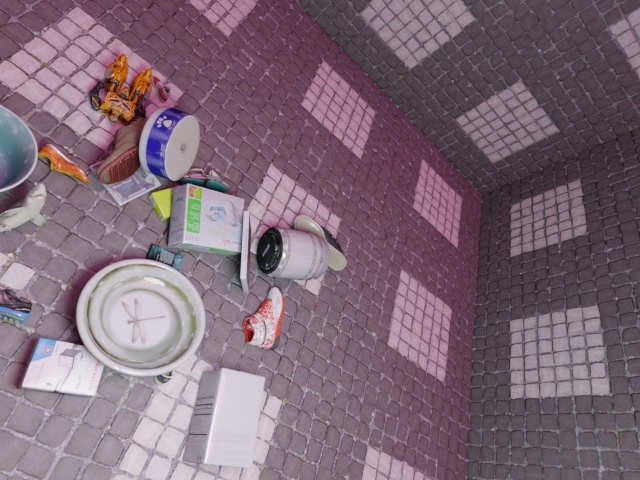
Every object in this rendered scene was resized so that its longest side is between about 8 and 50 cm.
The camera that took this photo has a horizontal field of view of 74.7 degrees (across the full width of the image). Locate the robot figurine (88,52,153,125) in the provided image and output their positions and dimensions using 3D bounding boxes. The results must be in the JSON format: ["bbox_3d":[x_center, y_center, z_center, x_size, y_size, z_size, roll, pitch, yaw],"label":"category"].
[{"bbox_3d":[-0.772,-0.584,1.649,0.211,0.085,0.290,23,57,-32],"label":"robot figurine"}]

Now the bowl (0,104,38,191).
[{"bbox_3d":[-1.019,-0.246,1.221,0.312,0.163,0.311,18,60,-35],"label":"bowl"}]

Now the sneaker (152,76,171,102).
[{"bbox_3d":[-0.673,-0.655,1.782,0.042,0.067,0.118,-23,88,-46],"label":"sneaker"}]

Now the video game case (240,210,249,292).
[{"bbox_3d":[-0.304,0.049,1.717,0.025,0.204,0.285,1,67,-6],"label":"video game case"}]

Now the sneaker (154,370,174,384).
[{"bbox_3d":[-0.522,0.389,1.434,0.064,0.086,0.192,14,62,-37],"label":"sneaker"}]

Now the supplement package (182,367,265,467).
[{"bbox_3d":[-0.327,0.610,1.446,0.178,0.175,0.292,25,56,-30],"label":"supplement package"}]

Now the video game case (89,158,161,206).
[{"bbox_3d":[-0.728,-0.241,1.578,0.173,0.022,0.190,55,46,-8],"label":"video game case"}]

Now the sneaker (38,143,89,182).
[{"bbox_3d":[-0.876,-0.251,1.436,0.175,0.064,0.067,40,69,-15],"label":"sneaker"}]

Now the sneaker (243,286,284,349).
[{"bbox_3d":[-0.235,0.306,1.727,0.145,0.090,0.269,21,61,-37],"label":"sneaker"}]

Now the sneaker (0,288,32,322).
[{"bbox_3d":[-0.926,0.170,1.198,0.188,0.067,0.078,33,31,-25],"label":"sneaker"}]

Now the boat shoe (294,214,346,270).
[{"bbox_3d":[0.003,-0.002,2.070,0.340,0.127,0.113,42,19,-10],"label":"boat shoe"}]

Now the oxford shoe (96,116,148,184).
[{"bbox_3d":[-0.722,-0.336,1.554,0.130,0.123,0.348,30,47,-2],"label":"oxford shoe"}]

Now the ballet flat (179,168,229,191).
[{"bbox_3d":[-0.489,-0.263,1.771,0.222,0.077,0.079,7,63,-35],"label":"ballet flat"}]

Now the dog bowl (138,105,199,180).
[{"bbox_3d":[-0.568,-0.367,1.599,0.104,0.264,0.264,19,53,4],"label":"dog bowl"}]

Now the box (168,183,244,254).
[{"bbox_3d":[-0.446,-0.071,1.651,0.262,0.127,0.231,14,70,-45],"label":"box"}]

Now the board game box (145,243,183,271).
[{"bbox_3d":[-0.589,0.119,1.538,0.126,0.026,0.186,29,54,-30],"label":"board game box"}]

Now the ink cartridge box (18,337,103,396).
[{"bbox_3d":[-0.752,0.377,1.238,0.191,0.082,0.139,23,57,-32],"label":"ink cartridge box"}]

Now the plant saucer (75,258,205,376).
[{"bbox_3d":[-0.584,0.256,1.377,0.401,0.100,0.400,23,47,-28],"label":"plant saucer"}]

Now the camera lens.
[{"bbox_3d":[-0.124,0.061,1.845,0.274,0.219,0.219,11,64,-38],"label":"camera lens"}]

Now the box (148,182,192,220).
[{"bbox_3d":[-0.572,-0.156,1.665,0.178,0.042,0.109,-28,92,-46],"label":"box"}]

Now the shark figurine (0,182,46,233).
[{"bbox_3d":[-0.965,-0.082,1.266,0.278,0.166,0.116,-31,68,-28],"label":"shark figurine"}]
